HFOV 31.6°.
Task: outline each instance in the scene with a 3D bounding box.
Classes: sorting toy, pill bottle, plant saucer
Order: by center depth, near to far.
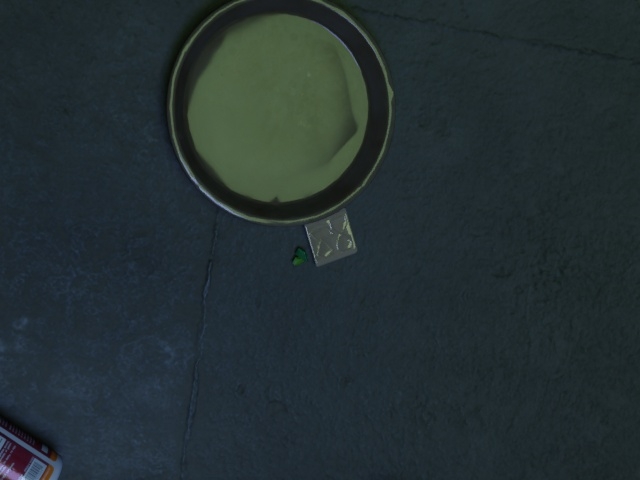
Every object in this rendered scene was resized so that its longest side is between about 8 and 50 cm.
[{"bbox_3d":[-0.373,0.240,1.270,0.152,0.086,0.086,38,86,-16],"label":"pill bottle"},{"bbox_3d":[-0.047,-0.155,1.339,0.277,0.041,0.278,-2,97,-15],"label":"plant saucer"},{"bbox_3d":[0.000,0.000,1.385,0.083,0.012,0.062,-20,107,-16],"label":"sorting toy"}]
